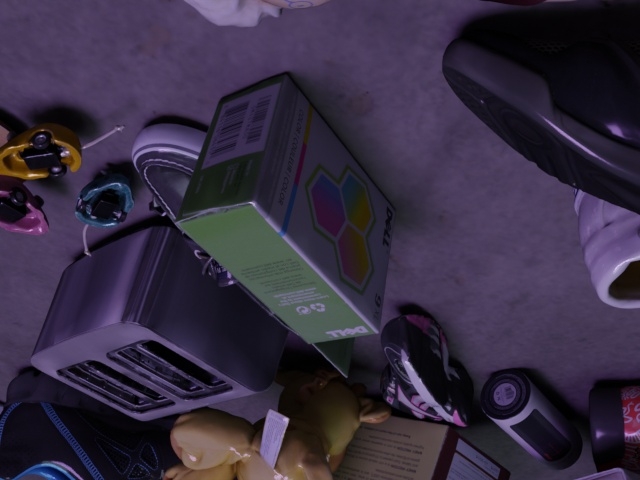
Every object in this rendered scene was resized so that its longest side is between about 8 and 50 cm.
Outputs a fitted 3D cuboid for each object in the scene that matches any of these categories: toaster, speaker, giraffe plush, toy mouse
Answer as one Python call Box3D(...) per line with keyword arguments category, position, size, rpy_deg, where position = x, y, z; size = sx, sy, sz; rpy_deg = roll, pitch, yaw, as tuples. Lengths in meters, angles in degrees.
Box3D(category="toaster", position=(-0.142, 0.073, 0.653), size=(0.168, 0.110, 0.186), rpy_deg=(-22, 133, 35))
Box3D(category="speaker", position=(0.219, 0.186, 0.761), size=(0.055, 0.055, 0.136), rpy_deg=(-17, 135, 33))
Box3D(category="giraffe plush", position=(-0.030, 0.198, 0.731), size=(0.181, 0.170, 0.210), rpy_deg=(41, 124, 11))
Box3D(category="toy mouse", position=(-0.202, -0.037, 0.568), size=(0.161, 0.031, 0.143), rpy_deg=(-11, 147, 3))

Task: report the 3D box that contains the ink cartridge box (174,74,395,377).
Box3D(category="ink cartridge box", position=(0.000, 0.000, 0.517), size=(0.062, 0.109, 0.209), rpy_deg=(-13, 138, 30))

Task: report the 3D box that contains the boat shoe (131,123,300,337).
Box3D(category="boat shoe", position=(-0.059, 0.006, 0.568), size=(0.080, 0.076, 0.228), rpy_deg=(-14, 138, 30))

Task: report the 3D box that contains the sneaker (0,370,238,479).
Box3D(category="sneaker", position=(-0.249, 0.288, 0.948), size=(0.341, 0.139, 0.125), rpy_deg=(22, 141, -17))

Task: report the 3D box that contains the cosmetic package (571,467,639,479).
Box3D(category="cosmetic package", position=(0.336, 0.331, 0.713), size=(0.296, 0.129, 0.153), rpy_deg=(24, 139, -25))

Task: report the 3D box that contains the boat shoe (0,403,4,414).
Box3D(category="boat shoe", position=(-0.458, 0.241, 1.033), size=(0.035, 0.035, 0.100), rpy_deg=(14, 160, 47))

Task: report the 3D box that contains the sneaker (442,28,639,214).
Box3D(category="sneaker", position=(0.180, -0.082, 0.381), size=(0.227, 0.130, 0.087), rpy_deg=(30, 176, 32))

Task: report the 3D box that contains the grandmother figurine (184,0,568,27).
Box3D(category="grandmother figurine", position=(0.089, -0.154, 0.290), size=(0.342, 0.104, 0.208), rpy_deg=(-7, 146, 22))

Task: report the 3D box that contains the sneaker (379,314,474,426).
Box3D(category="sneaker", position=(0.087, 0.135, 0.712), size=(0.077, 0.072, 0.178), rpy_deg=(-7, 140, 25))

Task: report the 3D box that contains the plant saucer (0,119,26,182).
Box3D(category="plant saucer", position=(-0.258, -0.073, 0.563), size=(0.083, 0.015, 0.083), rpy_deg=(6, 144, 5))

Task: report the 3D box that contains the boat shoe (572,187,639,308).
Box3D(category="boat shoe", position=(0.325, -0.007, 0.382), size=(0.367, 0.156, 0.136), rpy_deg=(-4, 142, 20))

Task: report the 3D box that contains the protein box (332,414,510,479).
Box3D(category="protein box", position=(0.063, 0.304, 0.796), size=(0.200, 0.201, 0.136), rpy_deg=(-3, 145, 46))

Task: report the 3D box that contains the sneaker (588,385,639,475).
Box3D(category="sneaker", position=(0.365, 0.237, 0.761), size=(0.145, 0.090, 0.270), rpy_deg=(-4, 139, 24))
